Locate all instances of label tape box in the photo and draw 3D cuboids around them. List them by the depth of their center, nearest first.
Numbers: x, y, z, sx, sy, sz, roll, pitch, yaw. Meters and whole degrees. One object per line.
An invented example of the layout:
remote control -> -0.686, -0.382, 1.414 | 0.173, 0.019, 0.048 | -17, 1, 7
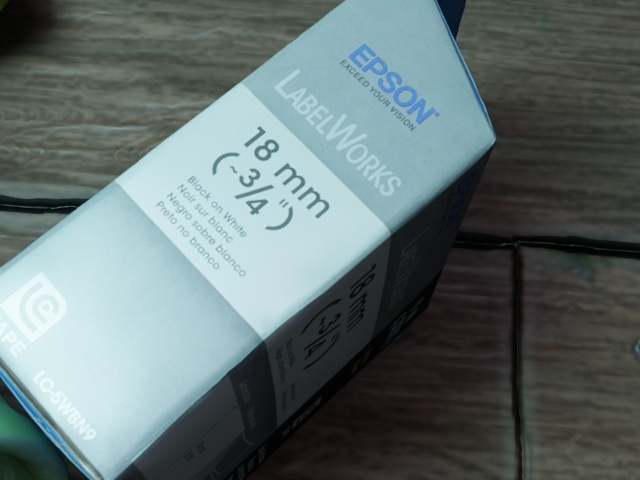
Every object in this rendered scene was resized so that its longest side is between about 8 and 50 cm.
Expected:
label tape box -> 0.000, 0.000, 0.550 | 0.334, 0.240, 0.106 | -41, 75, -16

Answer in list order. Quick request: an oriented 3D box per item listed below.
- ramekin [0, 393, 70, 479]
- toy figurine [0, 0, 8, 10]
ramekin -> -0.285, 0.128, 0.466 | 0.303, 0.303, 0.148 | -33, 66, -14
toy figurine -> -0.345, -0.071, 0.602 | 0.191, 0.217, 0.362 | 17, 24, 20
